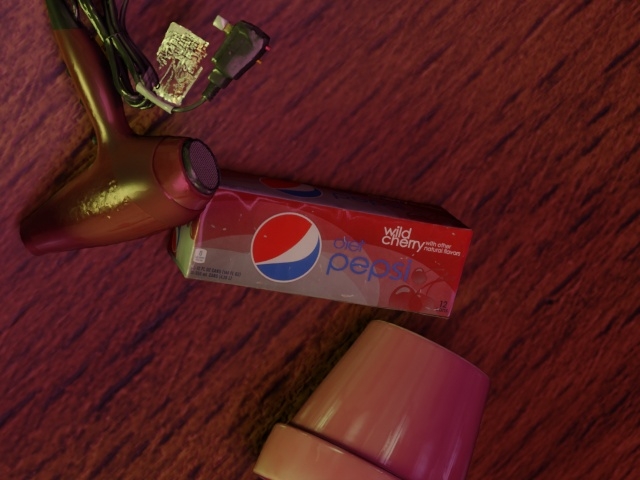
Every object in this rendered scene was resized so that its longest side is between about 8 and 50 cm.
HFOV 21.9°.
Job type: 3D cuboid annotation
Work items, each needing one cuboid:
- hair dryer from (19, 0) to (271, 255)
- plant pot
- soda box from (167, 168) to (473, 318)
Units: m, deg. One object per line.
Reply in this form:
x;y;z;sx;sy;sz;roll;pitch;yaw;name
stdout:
-0.173;-0.106;1.422;0.080;0.223;0.294;-3;124;-62;hair dryer
0.064;0.182;1.544;0.201;0.201;0.180;33;79;-23;plant pot
0.000;0.000;1.516;0.263;0.083;0.092;9;104;-21;soda box
